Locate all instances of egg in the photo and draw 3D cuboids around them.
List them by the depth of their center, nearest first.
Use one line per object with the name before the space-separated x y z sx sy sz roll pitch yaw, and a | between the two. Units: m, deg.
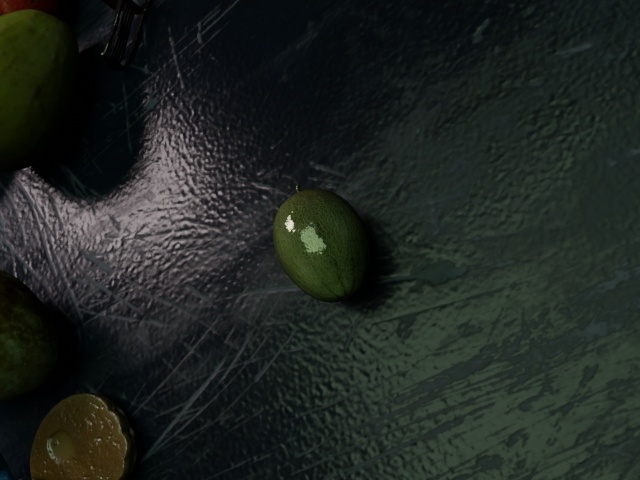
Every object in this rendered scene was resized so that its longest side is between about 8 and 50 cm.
egg | -0.586 0.165 1.333 0.289 0.238 0.238 17 85 20

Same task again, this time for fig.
fig | -0.577 -0.285 1.440 0.258 0.258 0.326 28 73 28

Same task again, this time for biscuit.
biscuit | -0.397 0.353 1.300 0.208 0.049 0.181 -43 64 15

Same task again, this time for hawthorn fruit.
hawthorn fruit | -0.580 -0.501 1.540 0.148 0.172 0.148 -13 39 11

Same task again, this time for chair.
chair | -0.393 -0.435 1.481 0.101 0.084 0.213 21 87 25

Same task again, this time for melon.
melon | 0.000 0.000 1.149 0.139 0.139 0.192 -31 70 16

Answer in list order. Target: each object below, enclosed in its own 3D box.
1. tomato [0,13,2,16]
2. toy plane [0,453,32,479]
tomato | -0.668 -0.400 1.601 0.155 0.069 0.156 9 106 32
toy plane | -0.514 0.461 1.281 0.254 0.105 0.271 -38 78 53
